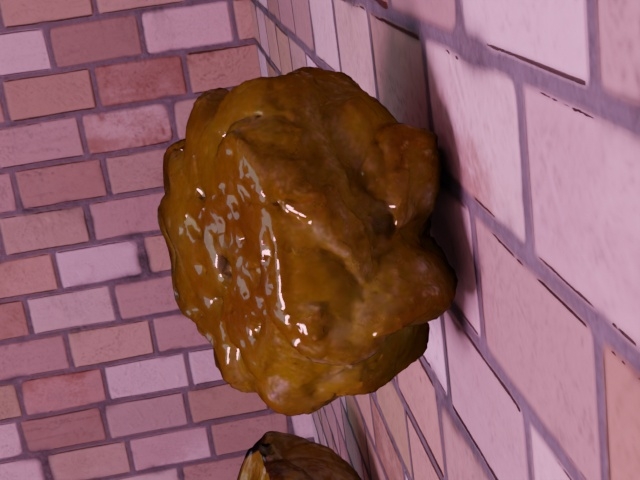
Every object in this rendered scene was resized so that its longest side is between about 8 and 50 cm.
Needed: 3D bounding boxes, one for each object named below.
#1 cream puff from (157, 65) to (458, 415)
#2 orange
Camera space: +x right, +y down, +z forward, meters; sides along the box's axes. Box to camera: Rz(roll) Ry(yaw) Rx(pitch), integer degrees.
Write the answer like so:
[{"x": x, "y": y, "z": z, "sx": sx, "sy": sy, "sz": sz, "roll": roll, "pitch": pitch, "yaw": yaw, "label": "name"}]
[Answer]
[{"x": -0.011, "y": 0.001, "z": 0.740, "sx": 0.244, "sy": 0.196, "sz": 0.244, "roll": 169, "pitch": 90, "yaw": -84, "label": "cream puff"}, {"x": -0.020, "y": 0.418, "z": 1.434, "sx": 0.368, "sy": 0.210, "sz": 0.271, "roll": -137, "pitch": 61, "yaw": -79, "label": "orange"}]
